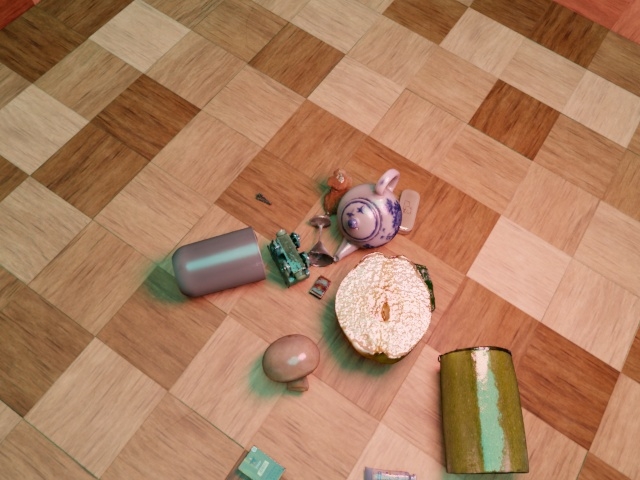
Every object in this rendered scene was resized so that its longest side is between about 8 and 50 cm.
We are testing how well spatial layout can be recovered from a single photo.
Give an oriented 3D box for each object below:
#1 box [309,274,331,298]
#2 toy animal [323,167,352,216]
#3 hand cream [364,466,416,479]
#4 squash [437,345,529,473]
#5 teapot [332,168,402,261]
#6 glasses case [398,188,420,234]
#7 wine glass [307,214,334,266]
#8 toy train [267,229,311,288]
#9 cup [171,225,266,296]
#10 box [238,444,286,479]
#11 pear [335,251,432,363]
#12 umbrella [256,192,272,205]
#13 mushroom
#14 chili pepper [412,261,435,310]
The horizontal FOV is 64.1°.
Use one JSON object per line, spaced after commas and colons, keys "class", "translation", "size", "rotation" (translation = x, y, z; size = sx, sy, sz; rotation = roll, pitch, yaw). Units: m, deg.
{"class": "box", "translation": [0.000, 0.179, 1.953], "size": [0.051, 0.023, 0.082], "rotation": [30, 67, 9]}
{"class": "toy animal", "translation": [0.058, -0.180, 2.028], "size": [0.104, 0.185, 0.184], "rotation": [31, 68, 7]}
{"class": "hand cream", "translation": [0.232, 0.788, 1.696], "size": [0.171, 0.043, 0.065], "rotation": [2, 65, 1]}
{"class": "squash", "translation": [0.535, 0.568, 1.700], "size": [0.263, 0.263, 0.384], "rotation": [3, 65, -4]}
{"class": "teapot", "translation": [0.174, -0.090, 1.938], "size": [0.252, 0.424, 0.280], "rotation": [39, 27, 15]}
{"class": "glasses case", "translation": [0.354, -0.118, 2.100], "size": [0.083, 0.050, 0.196], "rotation": [14, 66, 4]}
{"class": "wine glass", "translation": [0.000, 0.000, 1.989], "size": [0.122, 0.122, 0.183], "rotation": [7, 61, -2]}
{"class": "toy train", "translation": [-0.116, 0.067, 1.915], "size": [0.112, 0.163, 0.203], "rotation": [-22, 72, -14]}
{"class": "cup", "translation": [-0.370, 0.082, 1.866], "size": [0.312, 0.205, 0.205], "rotation": [-14, 68, -10]}
{"class": "box", "translation": [-0.193, 0.752, 1.685], "size": [0.133, 0.023, 0.090], "rotation": [32, 66, 9]}
{"class": "pear", "translation": [0.220, 0.252, 1.849], "size": [0.340, 0.191, 0.386], "rotation": [11, 66, 4]}
{"class": "umbrella", "translation": [-0.234, -0.169, 2.090], "size": [0.083, 0.020, 0.031], "rotation": [35, 69, 5]}
{"class": "mushroom", "translation": [-0.094, 0.431, 1.763], "size": [0.204, 0.204, 0.204], "rotation": [2, 66, -4]}
{"class": "chili pepper", "translation": [0.386, 0.172, 1.962], "size": [0.108, 0.062, 0.216], "rotation": [-1, 64, -49]}
